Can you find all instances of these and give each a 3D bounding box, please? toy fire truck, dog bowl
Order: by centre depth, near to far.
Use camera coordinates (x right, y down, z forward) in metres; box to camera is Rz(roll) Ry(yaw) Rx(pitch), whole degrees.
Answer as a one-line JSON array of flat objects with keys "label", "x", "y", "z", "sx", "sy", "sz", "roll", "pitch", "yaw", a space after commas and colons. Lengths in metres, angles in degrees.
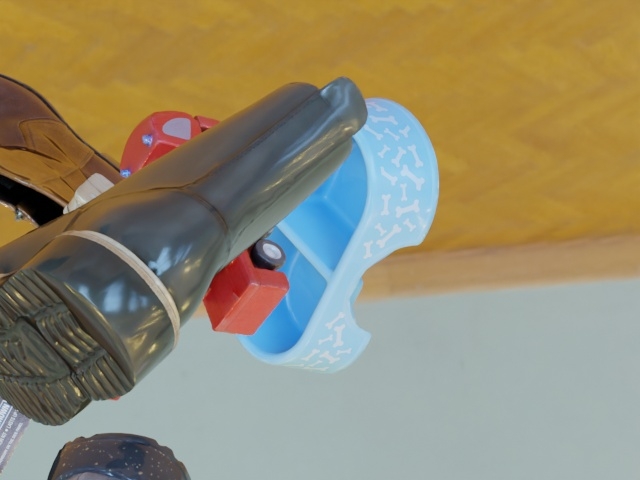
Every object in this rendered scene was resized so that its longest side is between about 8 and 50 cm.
[{"label": "toy fire truck", "x": -0.089, "y": -0.001, "z": 0.700, "sx": 0.135, "sy": 0.192, "sz": 0.047, "roll": 11, "pitch": 132, "yaw": -37}, {"label": "dog bowl", "x": 0.000, "y": 0.000, "z": 1.254, "sx": 0.074, "sy": 0.166, "sz": 0.297, "roll": -3, "pitch": 128, "yaw": -43}]

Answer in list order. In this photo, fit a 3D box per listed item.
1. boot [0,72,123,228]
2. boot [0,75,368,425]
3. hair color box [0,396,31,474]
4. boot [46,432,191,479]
[{"label": "boot", "x": -0.296, "y": -0.071, "z": 1.185, "sx": 0.096, "sy": 0.264, "sz": 0.280, "roll": -49, "pitch": -177, "yaw": 9}, {"label": "boot", "x": -0.071, "y": 0.003, "z": 0.520, "sx": 0.198, "sy": 0.137, "sz": 0.077, "roll": -6, "pitch": 122, "yaw": 56}, {"label": "hair color box", "x": -0.463, "y": 0.137, "z": 1.251, "sx": 0.347, "sy": 0.173, "sz": 0.105, "roll": 30, "pitch": 175, "yaw": -22}, {"label": "boot", "x": -0.110, "y": 0.298, "z": 0.724, "sx": 0.118, "sy": 0.222, "sz": 0.338, "roll": -13, "pitch": 119, "yaw": 17}]
